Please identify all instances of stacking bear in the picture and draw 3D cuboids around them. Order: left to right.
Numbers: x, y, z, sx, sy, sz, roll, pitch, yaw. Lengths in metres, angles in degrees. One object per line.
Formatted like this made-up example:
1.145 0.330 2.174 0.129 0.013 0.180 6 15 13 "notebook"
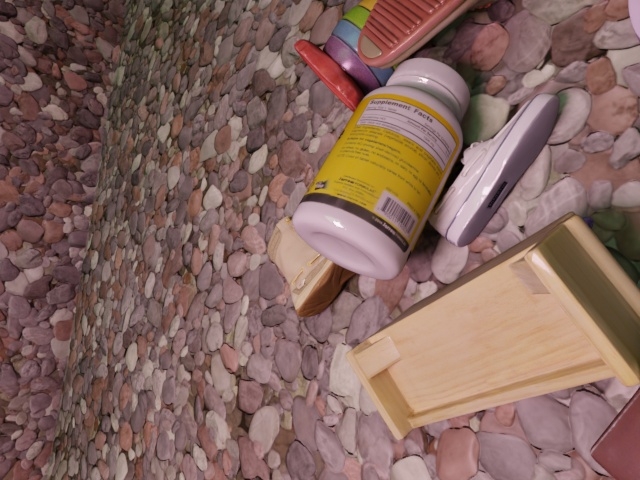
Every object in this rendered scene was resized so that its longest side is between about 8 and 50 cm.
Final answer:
0.121 -0.404 0.814 0.289 0.164 0.175 -44 77 12 "stacking bear"

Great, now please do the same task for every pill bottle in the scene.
0.111 -0.120 0.684 0.188 0.188 0.334 14 68 44 "pill bottle"

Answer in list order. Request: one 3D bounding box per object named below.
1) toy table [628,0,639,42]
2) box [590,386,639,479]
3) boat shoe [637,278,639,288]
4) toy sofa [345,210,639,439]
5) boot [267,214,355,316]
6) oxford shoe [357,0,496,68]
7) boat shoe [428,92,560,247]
0.457 -0.376 0.484 0.252 0.161 0.274 3 80 46 "toy table"
0.424 0.083 0.339 0.143 0.191 0.381 50 121 51 "box"
0.444 -0.024 0.452 0.113 0.105 0.306 23 102 40 "boat shoe"
0.215 0.124 0.557 0.150 0.177 0.362 57 137 11 "toy sofa"
0.000 0.000 0.867 0.262 0.095 0.203 -53 48 23 "boot"
0.238 -0.410 0.682 0.397 0.146 0.140 -38 58 17 "oxford shoe"
0.257 -0.115 0.653 0.084 0.095 0.258 43 108 36 "boat shoe"
